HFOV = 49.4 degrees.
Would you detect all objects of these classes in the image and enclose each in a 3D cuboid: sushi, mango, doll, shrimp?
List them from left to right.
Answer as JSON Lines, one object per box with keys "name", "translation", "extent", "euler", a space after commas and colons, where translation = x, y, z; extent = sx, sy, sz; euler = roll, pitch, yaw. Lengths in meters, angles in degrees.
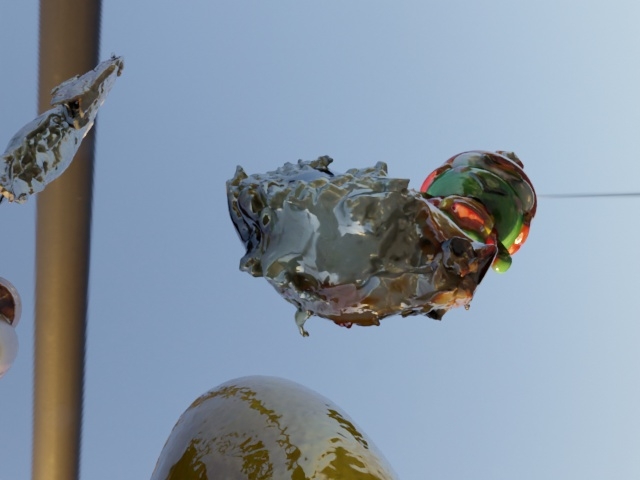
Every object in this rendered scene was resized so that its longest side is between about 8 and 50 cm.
{"name": "shrimp", "translation": [-0.208, -0.093, 0.561], "extent": [0.047, 0.126, 0.223], "euler": [39, -162, -20]}
{"name": "mango", "translation": [-0.042, 0.273, 0.524], "extent": [0.220, 0.445, 0.302], "euler": [21, -76, -19]}
{"name": "sushi", "translation": [-0.003, -0.002, 0.418], "extent": [0.097, 0.226, 0.103], "euler": [-45, -65, -17]}
{"name": "doll", "translation": [0.251, -0.054, 1.112], "extent": [0.363, 0.182, 0.160], "euler": [-43, -21, -49]}

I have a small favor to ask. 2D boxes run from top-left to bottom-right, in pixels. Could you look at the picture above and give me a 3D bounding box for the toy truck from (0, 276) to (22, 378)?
{"name": "toy truck", "translation": [-0.456, 0.100, 0.740], "extent": [0.288, 0.204, 0.212], "euler": [35, -98, -11]}
